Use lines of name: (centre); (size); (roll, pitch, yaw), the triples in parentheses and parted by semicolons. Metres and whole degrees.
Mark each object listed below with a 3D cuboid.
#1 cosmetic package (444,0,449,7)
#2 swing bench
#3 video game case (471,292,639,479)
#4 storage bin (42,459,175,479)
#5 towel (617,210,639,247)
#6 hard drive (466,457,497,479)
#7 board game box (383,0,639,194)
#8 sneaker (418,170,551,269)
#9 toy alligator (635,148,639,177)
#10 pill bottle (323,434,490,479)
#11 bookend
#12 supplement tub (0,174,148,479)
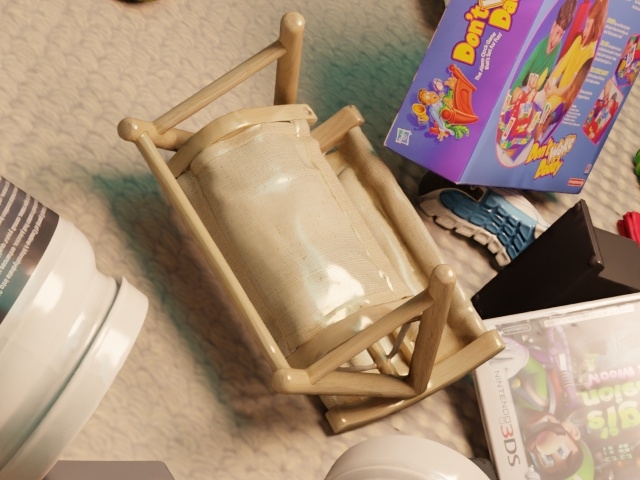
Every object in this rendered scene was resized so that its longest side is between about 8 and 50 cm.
cosmetic package: (0.233, -0.348, 2.047); (0.138, 0.224, 0.224); (27, 46, -50)
swing bench: (0.000, 0.000, 1.569); (0.253, 0.165, 0.255); (58, 3, 20)
video game case: (0.229, 0.137, 1.673); (0.190, 0.022, 0.173); (-10, 74, -8)
storage bin: (-0.140, 0.194, 1.340); (0.135, 0.098, 0.091); (5, 41, -41)
towel: (0.428, 0.078, 2.032); (0.275, 0.031, 0.199); (16, 46, -33)
hard drive: (0.096, 0.216, 1.591); (0.135, 0.022, 0.094); (7, 51, -40)
board game box: (0.201, -0.165, 1.794); (0.078, 0.233, 0.347); (29, 11, 22)
sneaker: (0.181, -0.018, 1.861); (0.190, 0.071, 0.083); (41, 31, -5)
toy alligator: (0.368, -0.052, 2.073); (0.051, 0.056, 0.190); (-16, 44, -4)
pill bottle: (0.016, 0.282, 1.316); (0.188, 0.188, 0.334); (40, 36, -6)
bookend: (0.246, 0.055, 1.776); (0.156, 0.157, 0.072); (17, 45, -31)
supplement tub: (-0.269, 0.030, 1.284); (0.272, 0.191, 0.191); (35, 38, -12)
